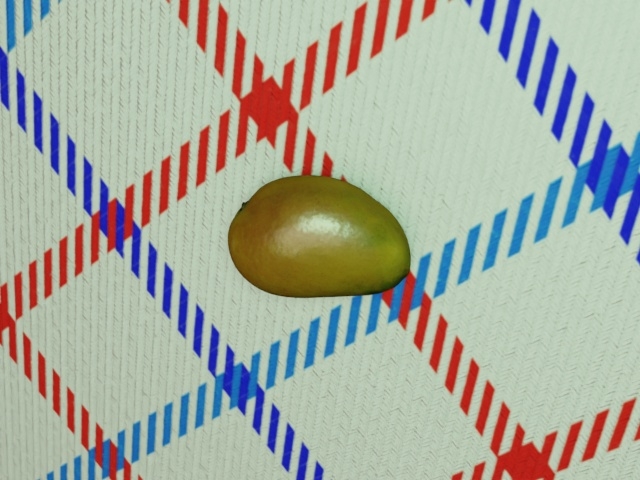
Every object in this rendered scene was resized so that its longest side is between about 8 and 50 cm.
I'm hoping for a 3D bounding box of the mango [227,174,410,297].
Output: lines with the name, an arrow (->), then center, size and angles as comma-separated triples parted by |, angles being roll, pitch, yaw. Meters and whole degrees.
mango -> -0.004, -0.006, 1.064 | 0.255, 0.139, 0.175 | -1, 122, 9
